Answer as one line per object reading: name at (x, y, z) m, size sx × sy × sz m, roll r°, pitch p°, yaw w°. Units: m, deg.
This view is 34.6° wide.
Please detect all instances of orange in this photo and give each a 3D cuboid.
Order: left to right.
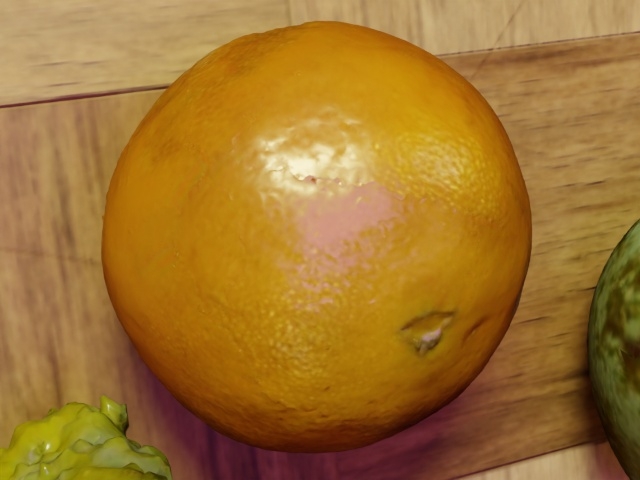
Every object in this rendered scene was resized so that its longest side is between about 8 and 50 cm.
orange at (0.000, 0.000, 0.624) m, size 0.261 × 0.261 × 0.261 m, roll -3°, pitch 99°, yaw -21°

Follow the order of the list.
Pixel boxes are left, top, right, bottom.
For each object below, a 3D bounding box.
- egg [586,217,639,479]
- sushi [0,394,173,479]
egg at (0.318, 0.091, 0.760) m, size 0.238 × 0.238 × 0.290 m, roll -9°, pitch 113°, yaw -20°
sushi at (-0.099, 0.309, 0.551) m, size 0.240 × 0.396 × 0.351 m, roll -32°, pitch 113°, yaw -17°
